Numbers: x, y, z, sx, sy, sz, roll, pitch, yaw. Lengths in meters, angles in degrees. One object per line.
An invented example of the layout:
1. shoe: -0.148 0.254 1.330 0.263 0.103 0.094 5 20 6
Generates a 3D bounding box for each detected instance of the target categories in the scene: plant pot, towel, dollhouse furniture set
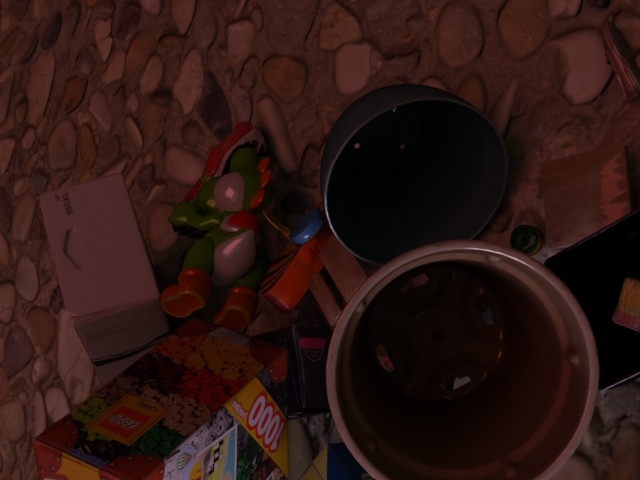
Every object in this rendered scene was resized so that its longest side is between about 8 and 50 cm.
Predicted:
1. plant pot: 0.176 0.154 1.332 0.333 0.305 0.334 0 94 1
2. towel: 0.398 0.083 1.182 0.083 0.009 0.060 20 96 42
3. plant pot: 0.125 -0.130 1.542 0.290 0.290 0.195 -56 29 20
4. dollhouse furniture set: 0.067 0.090 1.626 0.144 0.151 0.123 -54 41 22
5. plant pot: 0.438 0.078 1.266 0.187 0.167 0.188 -35 60 34

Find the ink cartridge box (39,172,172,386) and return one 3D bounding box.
1. ink cartridge box: -0.396 0.102 1.882 0.395 0.166 0.286 91 158 -61

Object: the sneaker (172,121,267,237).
1. sneaker: -0.201 -0.120 1.953 0.279 0.107 0.118 -48 36 22

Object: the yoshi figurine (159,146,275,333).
1. yoshi figurine: -0.176 0.000 1.775 0.202 0.204 0.362 -1 52 17

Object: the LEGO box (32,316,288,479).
1. LEGO box: -0.223 0.433 1.531 0.193 0.372 0.501 16 122 27

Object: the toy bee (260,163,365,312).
1. toy bee: 0.000 0.000 1.712 0.195 0.298 0.162 63 163 -11

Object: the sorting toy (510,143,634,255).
1. sorting toy: 0.400 -0.061 1.405 0.274 0.046 0.132 -13 74 41

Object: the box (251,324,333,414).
1. box: -0.079 0.243 1.713 0.270 0.165 0.144 -18 73 39

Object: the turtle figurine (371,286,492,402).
1. turtle figurine: 0.161 0.144 1.537 0.175 0.118 0.234 40 99 -2

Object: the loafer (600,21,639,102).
1. loafer: 0.432 -0.259 1.414 0.039 0.045 0.125 -38 62 39

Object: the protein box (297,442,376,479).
1. protein box: 0.091 0.428 1.502 0.136 0.201 0.200 -54 52 22
